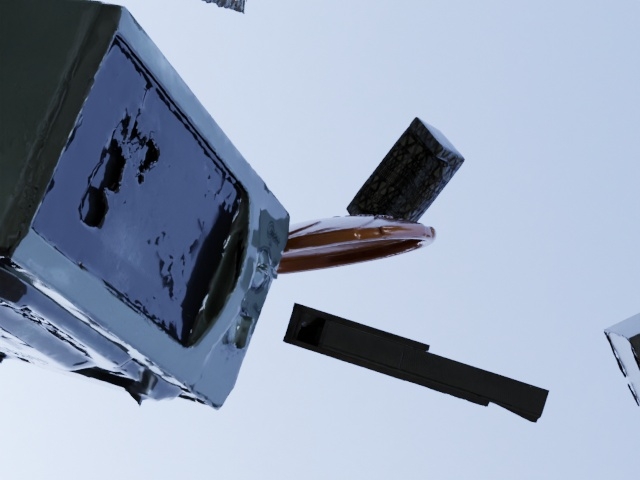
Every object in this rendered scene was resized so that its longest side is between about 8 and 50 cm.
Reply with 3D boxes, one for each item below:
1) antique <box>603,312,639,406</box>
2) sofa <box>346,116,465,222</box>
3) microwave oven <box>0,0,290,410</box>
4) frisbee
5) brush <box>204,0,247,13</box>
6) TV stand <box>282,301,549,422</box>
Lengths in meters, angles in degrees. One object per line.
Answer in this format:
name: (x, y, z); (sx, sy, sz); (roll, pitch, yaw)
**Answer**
antique: (0.414, 0.137, 1.343); (0.151, 0.148, 0.147); (-24, -88, 2)
sofa: (0.081, -0.054, 1.169); (0.118, 0.039, 0.060); (-53, -138, 17)
microwave oven: (-0.182, -0.015, 0.810); (0.237, 0.295, 0.181); (11, -109, 23)
frisbee: (0.000, 0.000, 1.006); (0.192, 0.192, 0.035); (-11, -97, 30)
brush: (-0.083, -0.287, 0.769); (0.013, 0.103, 0.272); (-5, -96, 40)
TV stand: (0.091, 0.118, 1.176); (0.256, 0.049, 0.040); (18, -94, 2)
